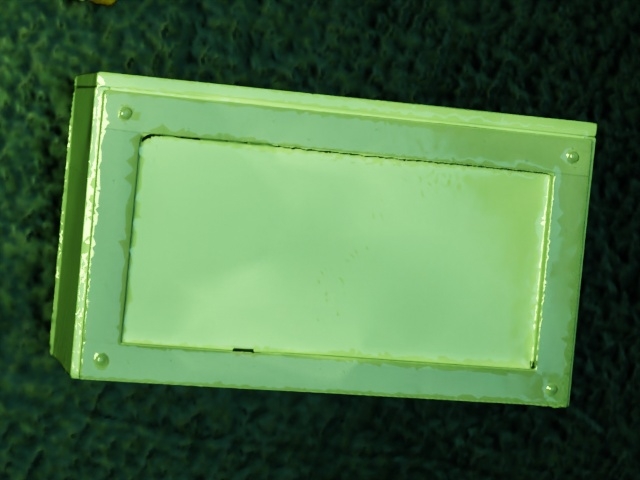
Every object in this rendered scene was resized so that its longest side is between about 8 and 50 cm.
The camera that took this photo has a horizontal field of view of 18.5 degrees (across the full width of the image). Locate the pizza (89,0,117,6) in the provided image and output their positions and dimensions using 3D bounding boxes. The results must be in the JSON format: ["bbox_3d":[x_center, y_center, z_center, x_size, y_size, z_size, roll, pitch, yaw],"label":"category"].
[{"bbox_3d":[-0.118,-0.161,0.844,0.178,0.041,0.131,-36,119,15],"label":"pizza"}]

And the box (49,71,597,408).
[{"bbox_3d":[0.000,0.000,0.879,0.225,0.086,0.129,4,93,-15],"label":"box"}]
